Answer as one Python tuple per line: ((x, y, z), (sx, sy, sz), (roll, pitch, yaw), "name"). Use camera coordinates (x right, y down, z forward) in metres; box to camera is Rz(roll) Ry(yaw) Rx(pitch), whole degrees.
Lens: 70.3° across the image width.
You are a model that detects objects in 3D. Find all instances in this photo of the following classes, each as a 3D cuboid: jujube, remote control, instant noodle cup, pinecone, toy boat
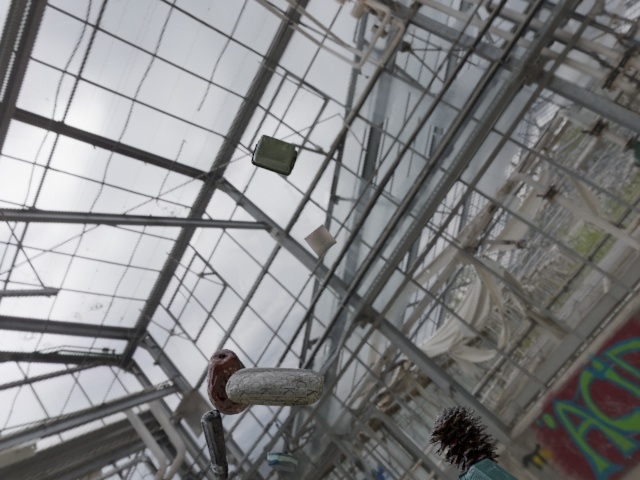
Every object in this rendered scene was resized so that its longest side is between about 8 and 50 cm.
((-0.374, 0.581, 1.868), (0.197, 0.197, 0.290), (-29, -57, -36), "jujube")
((-0.396, 0.773, 1.702), (0.066, 0.265, 0.090), (-7, -3, -35), "remote control")
((0.550, 0.769, 1.441), (0.157, 0.179, 0.070), (5, -77, -42), "instant noodle cup")
((0.574, 0.806, 1.810), (0.246, 0.292, 0.246), (-32, -28, -19), "pinecone")
((-0.179, 1.117, 2.286), (0.096, 0.061, 0.299), (-11, -35, 17), "toy boat")

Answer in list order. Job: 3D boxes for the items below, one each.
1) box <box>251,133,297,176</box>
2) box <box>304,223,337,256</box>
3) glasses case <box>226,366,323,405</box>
((-0.177, -0.338, 1.771), (0.093, 0.172, 0.124), (126, 160, -76), "box")
((0.000, 0.000, 2.446), (0.130, 0.129, 0.051), (-39, 0, -1), "box")
((-0.164, 0.521, 1.626), (0.137, 0.355, 0.085), (-70, -26, -59), "glasses case")
